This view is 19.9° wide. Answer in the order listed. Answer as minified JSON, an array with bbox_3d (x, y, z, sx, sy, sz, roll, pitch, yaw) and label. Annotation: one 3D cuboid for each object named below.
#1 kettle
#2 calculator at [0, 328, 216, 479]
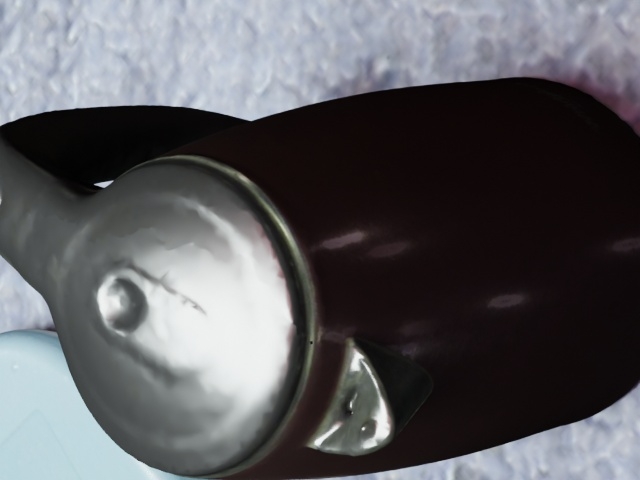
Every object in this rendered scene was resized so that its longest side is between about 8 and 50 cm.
[{"bbox_3d":[0.000,0.000,0.662,0.202,0.232,0.144,38,114,27],"label":"kettle"},{"bbox_3d":[-0.097,0.180,0.867,0.188,0.042,0.302,-44,70,29],"label":"calculator"}]
